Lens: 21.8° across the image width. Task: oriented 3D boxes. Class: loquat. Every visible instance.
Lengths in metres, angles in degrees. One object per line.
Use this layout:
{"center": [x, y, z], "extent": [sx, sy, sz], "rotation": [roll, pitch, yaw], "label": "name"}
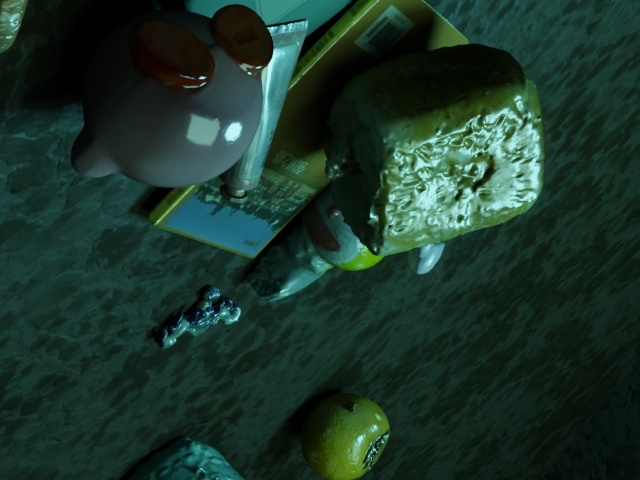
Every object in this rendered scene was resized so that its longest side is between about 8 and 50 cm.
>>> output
{"center": [0.036, 0.299, 2.561], "extent": [0.141, 0.141, 0.141], "rotation": [-35, 155, -19], "label": "loquat"}

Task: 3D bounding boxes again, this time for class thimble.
{"center": [-0.187, 0.385, 2.331], "extent": [0.198, 0.143, 0.235], "rotation": [-25, 151, -38], "label": "thimble"}

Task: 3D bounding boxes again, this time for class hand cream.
{"center": [-0.064, -0.132, 1.717], "extent": [0.067, 0.043, 0.210], "rotation": [-16, 135, -45], "label": "hand cream"}

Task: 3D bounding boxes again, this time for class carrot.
{"center": [-0.243, -0.233, 1.336], "extent": [0.047, 0.047, 0.191], "rotation": [-15, 140, -48], "label": "carrot"}

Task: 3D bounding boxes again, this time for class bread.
{"center": [0.108, -0.109, 1.829], "extent": [0.246, 0.176, 0.195], "rotation": [-17, 127, -22], "label": "bread"}

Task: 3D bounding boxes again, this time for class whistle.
{"center": [0.000, 0.000, 2.039], "extent": [0.223, 0.123, 0.123], "rotation": [-34, 160, 17], "label": "whistle"}

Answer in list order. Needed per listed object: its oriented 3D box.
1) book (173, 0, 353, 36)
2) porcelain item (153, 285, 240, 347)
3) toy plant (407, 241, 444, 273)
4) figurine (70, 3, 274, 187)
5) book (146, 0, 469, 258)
{"center": [-0.033, -0.301, 1.566], "extent": [0.264, 0.031, 0.379], "rotation": [-37, 156, -16], "label": "book"}
{"center": [-0.143, 0.085, 2.051], "extent": [0.136, 0.021, 0.075], "rotation": [-19, 143, -45], "label": "porcelain item"}
{"center": [0.148, -0.079, 2.055], "extent": [0.243, 0.112, 0.233], "rotation": [75, 30, -73], "label": "toy plant"}
{"center": [-0.137, -0.128, 1.524], "extent": [0.173, 0.173, 0.173], "rotation": [-35, 155, -19], "label": "figurine"}
{"center": [-0.006, -0.130, 1.872], "extent": [0.374, 0.028, 0.262], "rotation": [-44, 160, 10], "label": "book"}
